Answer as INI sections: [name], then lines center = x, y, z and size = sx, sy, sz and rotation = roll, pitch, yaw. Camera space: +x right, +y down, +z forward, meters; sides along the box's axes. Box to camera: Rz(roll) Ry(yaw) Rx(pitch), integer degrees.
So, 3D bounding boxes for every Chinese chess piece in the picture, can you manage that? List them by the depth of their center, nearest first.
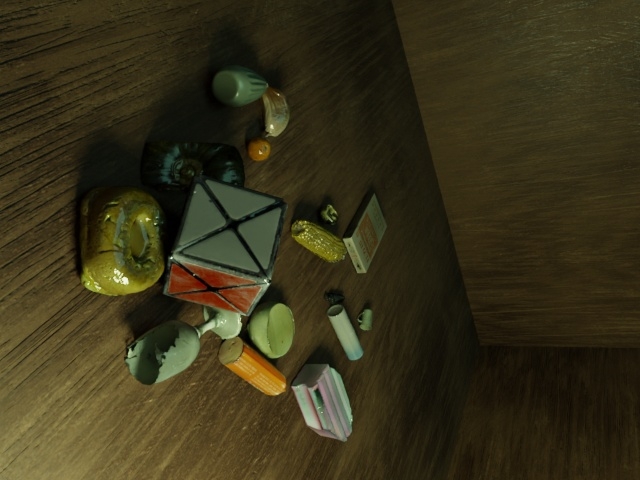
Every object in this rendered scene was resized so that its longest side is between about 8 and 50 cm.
[Chinese chess piece]
center = -0.163, 0.295, 1.792
size = 0.188, 0.083, 0.188
rotation = 21, 67, -61

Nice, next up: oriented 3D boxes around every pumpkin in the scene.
[pumpkin]
center = -0.356, -0.195, 1.533
size = 0.281, 0.190, 0.139
rotation = 1, 83, -17

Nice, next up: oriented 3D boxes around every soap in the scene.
[soap]
center = 0.018, 0.612, 2.020
size = 0.193, 0.109, 0.323
rotation = -48, 125, -51

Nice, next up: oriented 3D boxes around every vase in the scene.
[vase]
center = -0.248, -0.495, 1.736
size = 0.248, 0.129, 0.128
rotation = -40, 120, -66

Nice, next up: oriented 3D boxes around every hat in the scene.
[hat]
center = 0.029, -0.099, 2.206
size = 0.076, 0.059, 0.077
rotation = 53, 34, -18

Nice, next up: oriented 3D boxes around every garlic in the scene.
[garlic]
center = -0.172, -0.441, 1.908
size = 0.129, 0.091, 0.198
rotation = 1, 90, -45

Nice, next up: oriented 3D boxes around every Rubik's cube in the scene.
[Rubik's cube]
center = -0.254, 0.018, 1.409
size = 0.255, 0.259, 0.259
rotation = 18, 56, -12

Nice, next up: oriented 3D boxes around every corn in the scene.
[corn]
center = 0.000, 0.000, 2.091
size = 0.318, 0.115, 0.115
rotation = 33, 58, -53

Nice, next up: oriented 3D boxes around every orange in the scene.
[orange]
center = -0.207, -0.307, 1.810
size = 0.084, 0.084, 0.083
rotation = 15, 72, -58

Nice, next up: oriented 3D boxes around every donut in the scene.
[donut]
center = -0.458, -0.001, 1.279
size = 0.209, 0.128, 0.261
rotation = 3, 84, -60

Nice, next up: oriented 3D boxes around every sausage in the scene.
[sausage]
center = -0.196, 0.411, 1.702
size = 0.312, 0.093, 0.092
rotation = 53, 43, -44

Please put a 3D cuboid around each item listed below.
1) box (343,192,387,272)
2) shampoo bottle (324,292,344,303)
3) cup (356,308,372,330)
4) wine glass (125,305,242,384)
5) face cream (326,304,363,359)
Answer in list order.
[box]
center = 0.213, -0.039, 2.518
size = 0.365, 0.051, 0.204
rotation = -59, 135, -46
[shampoo bottle]
center = 0.057, 0.238, 2.228
size = 0.137, 0.027, 0.048
rotation = 10, 63, -59
[cup]
center = 0.198, 0.355, 2.445
size = 0.054, 0.075, 0.083
rotation = 107, -3, -56
[wine glass]
center = -0.350, 0.257, 1.414
size = 0.321, 0.144, 0.143
rotation = -31, 112, -58
[face cream]
center = 0.104, 0.381, 2.236
size = 0.077, 0.077, 0.249
rotation = -58, 134, -46
